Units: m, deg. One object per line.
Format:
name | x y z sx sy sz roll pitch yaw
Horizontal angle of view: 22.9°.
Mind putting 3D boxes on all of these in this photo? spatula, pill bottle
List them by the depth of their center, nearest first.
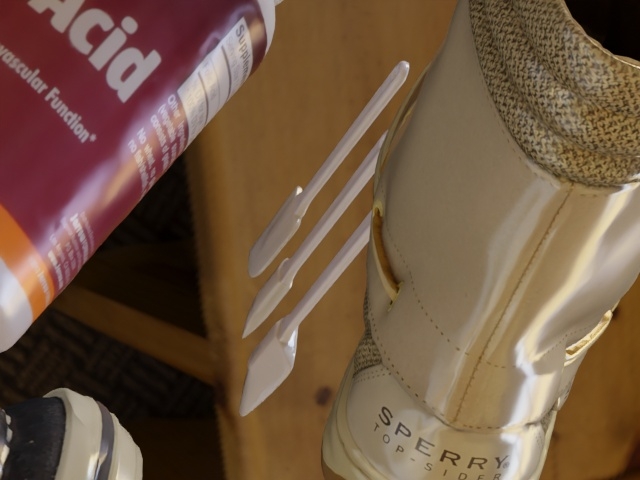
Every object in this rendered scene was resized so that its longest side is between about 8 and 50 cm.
pill bottle | -0.171 -0.137 1.061 0.392 0.224 0.224 -52 119 -23
spatula | 0.000 0.000 1.098 0.019 0.168 0.242 24 134 -17

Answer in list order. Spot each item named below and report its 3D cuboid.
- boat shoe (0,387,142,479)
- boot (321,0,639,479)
boat shoe | -0.281 0.183 0.591 0.500 0.187 0.156 -29 121 22
boot | 0.076 -0.053 0.521 0.095 0.262 0.203 20 130 2
